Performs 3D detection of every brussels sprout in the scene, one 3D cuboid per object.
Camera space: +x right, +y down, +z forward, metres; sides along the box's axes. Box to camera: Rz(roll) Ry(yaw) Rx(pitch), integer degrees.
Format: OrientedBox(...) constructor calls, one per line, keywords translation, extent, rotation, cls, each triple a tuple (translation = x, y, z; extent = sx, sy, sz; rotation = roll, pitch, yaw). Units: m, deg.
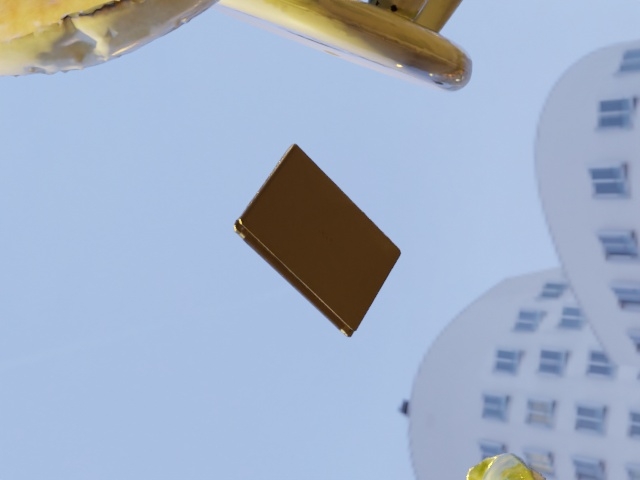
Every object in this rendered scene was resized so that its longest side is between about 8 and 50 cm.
OrientedBox(translation=(0.271, 0.365, 1.524), extent=(0.100, 0.181, 0.139), rotation=(-13, -74, -11), cls="brussels sprout")

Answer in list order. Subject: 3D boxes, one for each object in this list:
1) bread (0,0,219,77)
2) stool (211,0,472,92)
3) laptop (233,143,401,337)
OrientedBox(translation=(-0.109, -0.176, 0.532), extent=(0.267, 0.267, 0.040), rotation=(-59, -30, -23), cls="bread")
OrientedBox(translation=(0.030, -0.208, 0.663), extent=(0.195, 0.195, 0.199), rotation=(-12, -56, -78), cls="stool")
OrientedBox(translation=(0.000, 0.000, 1.189), extent=(0.180, 0.016, 0.129), rotation=(45, -123, -20), cls="laptop")
